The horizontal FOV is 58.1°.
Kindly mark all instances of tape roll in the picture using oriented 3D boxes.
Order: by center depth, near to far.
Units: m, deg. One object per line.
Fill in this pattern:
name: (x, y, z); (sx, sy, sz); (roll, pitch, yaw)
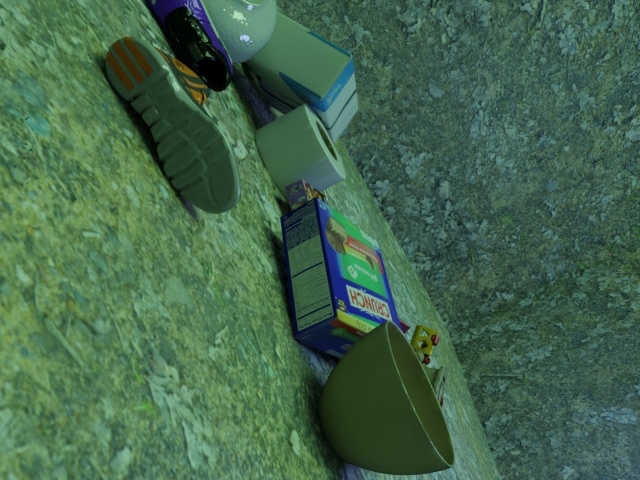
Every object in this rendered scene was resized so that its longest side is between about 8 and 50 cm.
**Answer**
tape roll: (-0.054, -0.248, 1.662); (0.246, 0.169, 0.246); (59, 13, -23)

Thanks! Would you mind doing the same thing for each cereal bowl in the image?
cereal bowl: (-0.234, -0.633, 1.454); (0.338, 0.141, 0.339); (17, 66, -43)

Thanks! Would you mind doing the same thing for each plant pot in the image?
plant pot: (0.106, 0.320, 1.096); (0.284, 0.190, 0.284); (59, 13, -23)

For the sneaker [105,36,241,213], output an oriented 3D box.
sneaker: (-0.221, -0.205, 0.998); (0.321, 0.124, 0.180); (61, 14, -9)

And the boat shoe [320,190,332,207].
boat shoe: (-0.012, -0.134, 1.852); (0.190, 0.068, 0.072); (54, 27, -37)

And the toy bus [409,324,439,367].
toy bus: (0.363, 0.415, 2.140); (0.104, 0.191, 0.202); (21, 5, 12)

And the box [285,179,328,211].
box: (0.000, 0.000, 1.552); (0.201, 0.057, 0.294); (24, 48, -70)

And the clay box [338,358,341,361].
clay box: (0.116, 0.338, 1.418); (0.222, 0.053, 0.127); (58, 14, -19)

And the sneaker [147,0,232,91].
sneaker: (-0.287, -0.461, 1.304); (0.293, 0.102, 0.146); (53, 17, -40)

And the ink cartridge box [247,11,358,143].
ink cartridge box: (-0.046, -0.493, 1.799); (0.285, 0.166, 0.395); (33, -4, 10)

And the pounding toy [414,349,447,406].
pounding toy: (0.278, 0.437, 1.672); (0.154, 0.154, 0.270); (-13, 108, -67)

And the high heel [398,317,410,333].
high heel: (0.186, 0.200, 1.834); (0.244, 0.117, 0.082); (65, 13, 7)

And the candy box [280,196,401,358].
candy box: (0.049, 0.100, 1.303); (0.268, 0.122, 0.317); (33, 38, -44)

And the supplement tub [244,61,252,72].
supplement tub: (-0.215, -0.672, 1.932); (0.200, 0.144, 0.144); (66, 13, 9)
